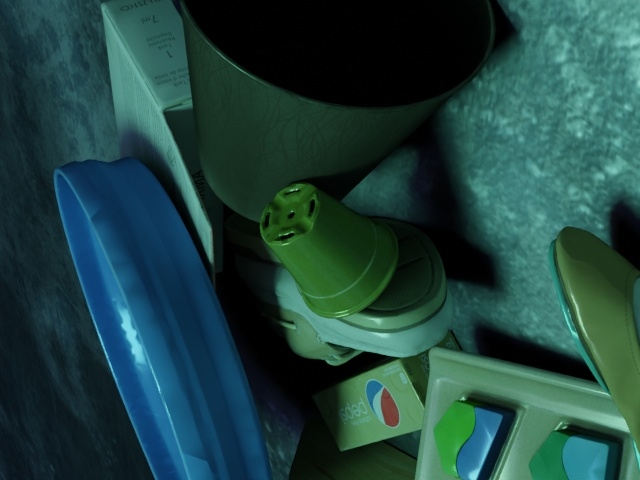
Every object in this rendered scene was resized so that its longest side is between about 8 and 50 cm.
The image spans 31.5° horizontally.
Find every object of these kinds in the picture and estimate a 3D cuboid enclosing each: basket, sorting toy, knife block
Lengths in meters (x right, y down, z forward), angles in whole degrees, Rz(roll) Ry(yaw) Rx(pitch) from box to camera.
[{"bbox_3d":[-0.010,-0.110,0.804,0.227,0.204,0.154,118,163,-66],"label":"basket"},{"bbox_3d":[0.140,0.193,0.813,0.193,0.038,0.208,10,98,43],"label":"sorting toy"},{"bbox_3d":[0.087,0.256,1.034,0.276,0.242,0.088,-69,-30,-65],"label":"knife block"}]

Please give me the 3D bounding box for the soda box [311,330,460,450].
[{"bbox_3d":[0.061,0.133,0.980,0.061,0.058,0.181,62,151,4],"label":"soda box"}]

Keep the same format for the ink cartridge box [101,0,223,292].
[{"bbox_3d":[-0.122,-0.040,1.061,0.261,0.066,0.296,61,161,27],"label":"ink cartridge box"}]

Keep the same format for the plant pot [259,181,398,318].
[{"bbox_3d":[0.000,0.000,0.799,0.083,0.083,0.079,30,170,46],"label":"plant pot"}]

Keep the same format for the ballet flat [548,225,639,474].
[{"bbox_3d":[0.214,0.090,0.697,0.073,0.080,0.232,-18,100,33],"label":"ballet flat"}]

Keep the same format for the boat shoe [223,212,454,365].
[{"bbox_3d":[0.019,0.043,0.937,0.302,0.113,0.103,30,139,62],"label":"boat shoe"}]

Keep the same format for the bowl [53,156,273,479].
[{"bbox_3d":[-0.147,0.105,1.062,0.391,0.077,0.391,160,90,-74],"label":"bowl"}]
